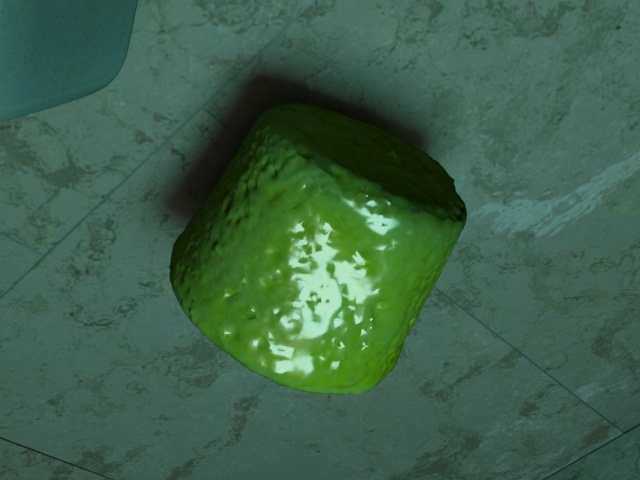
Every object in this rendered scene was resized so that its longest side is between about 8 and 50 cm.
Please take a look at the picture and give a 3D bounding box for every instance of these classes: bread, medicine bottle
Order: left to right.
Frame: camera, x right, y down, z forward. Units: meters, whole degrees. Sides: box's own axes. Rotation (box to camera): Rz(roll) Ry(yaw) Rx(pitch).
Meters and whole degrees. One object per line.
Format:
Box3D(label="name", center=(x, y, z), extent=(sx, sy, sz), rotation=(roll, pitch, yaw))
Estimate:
Box3D(label="medicine bottle", center=(-0.272, -0.304, 0.762), extent=(0.123, 0.282, 0.375), rotation=(32, 124, 17))
Box3D(label="bread", center=(0.000, 0.000, 1.038), extent=(0.348, 0.348, 0.307), rotation=(14, 122, -24))
